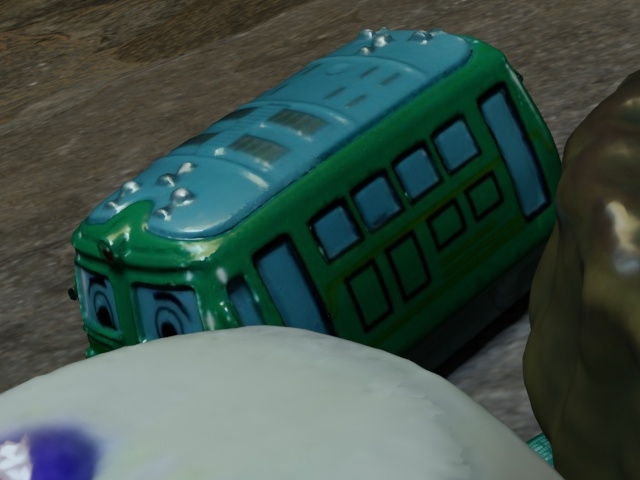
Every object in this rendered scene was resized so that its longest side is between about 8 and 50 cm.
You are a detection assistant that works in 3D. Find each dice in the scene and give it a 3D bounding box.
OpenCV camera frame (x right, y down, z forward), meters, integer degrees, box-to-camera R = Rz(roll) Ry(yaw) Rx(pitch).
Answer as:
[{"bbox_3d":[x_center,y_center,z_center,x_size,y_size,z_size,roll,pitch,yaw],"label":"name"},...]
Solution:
[{"bbox_3d":[-0.026,0.192,0.552,0.243,0.259,0.251,-35,29,-30],"label":"dice"}]

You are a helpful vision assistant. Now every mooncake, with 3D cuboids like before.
[{"bbox_3d":[0.239,0.028,0.737,0.290,0.161,0.290,0,42,0],"label":"mooncake"}]

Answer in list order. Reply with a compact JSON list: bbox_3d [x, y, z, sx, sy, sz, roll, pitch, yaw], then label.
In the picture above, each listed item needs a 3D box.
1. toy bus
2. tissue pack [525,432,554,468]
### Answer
[{"bbox_3d":[0.000,0.000,1.051,0.183,0.199,0.343,9,36,46],"label":"toy bus"},{"bbox_3d":[0.090,0.164,0.770,0.111,0.079,0.085,-29,56,-24],"label":"tissue pack"}]
